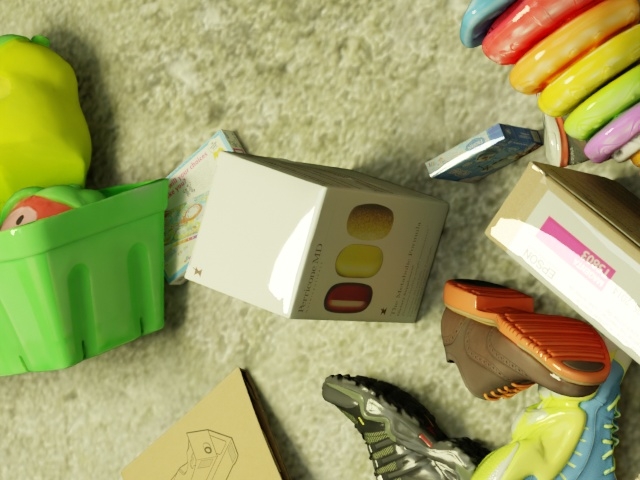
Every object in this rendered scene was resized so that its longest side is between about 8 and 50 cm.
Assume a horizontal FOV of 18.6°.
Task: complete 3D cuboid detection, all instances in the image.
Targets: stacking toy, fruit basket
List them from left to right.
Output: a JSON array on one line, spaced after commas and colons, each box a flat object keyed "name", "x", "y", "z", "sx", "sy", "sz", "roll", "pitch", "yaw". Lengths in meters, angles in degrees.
[{"name": "fruit basket", "x": -0.359, "y": -0.043, "z": 2.184, "sx": 0.392, "sy": 0.283, "sz": 0.392, "roll": 12, "pitch": 111, "yaw": 34}, {"name": "stacking toy", "x": 0.276, "y": -0.137, "z": 1.827, "sx": 0.175, "sy": 0.166, "sz": 0.302, "roll": -34, "pitch": 83, "yaw": 1}]

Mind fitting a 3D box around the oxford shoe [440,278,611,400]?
[{"name": "oxford shoe", "x": 0.195, "y": 0.115, "z": 1.878, "sx": 0.271, "sy": 0.097, "sz": 0.098, "roll": -144, "pitch": 62, "yaw": -67}]

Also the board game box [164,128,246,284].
[{"name": "board game box", "x": -0.133, "y": -0.036, "z": 2.174, "sx": 0.154, "sy": 0.026, "sz": 0.103, "roll": -39, "pitch": 68, "yaw": 24}]

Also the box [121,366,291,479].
[{"name": "box", "x": -0.127, "y": 0.261, "z": 2.132, "sx": 0.201, "sy": 0.021, "sz": 0.164, "roll": -43, "pitch": 50, "yaw": 23}]

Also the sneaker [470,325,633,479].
[{"name": "sneaker", "x": 0.256, "y": 0.191, "z": 1.899, "sx": 0.126, "sy": 0.091, "sz": 0.240, "roll": 39, "pitch": 94, "yaw": -9}]

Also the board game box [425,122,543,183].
[{"name": "board game box", "x": 0.164, "y": -0.086, "z": 1.952, "sx": 0.090, "sy": 0.090, "sz": 0.020, "roll": -28, "pitch": 74, "yaw": 28}]

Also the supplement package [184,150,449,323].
[{"name": "supplement package", "x": 0.000, "y": 0.000, "z": 1.960, "sx": 0.134, "sy": 0.244, "sz": 0.139, "roll": 20, "pitch": 98, "yaw": 31}]

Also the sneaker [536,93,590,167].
[{"name": "sneaker", "x": 0.248, "y": -0.146, "z": 1.935, "sx": 0.065, "sy": 0.061, "sz": 0.158, "roll": -6, "pitch": 76, "yaw": 0}]

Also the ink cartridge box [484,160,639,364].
[{"name": "ink cartridge box", "x": 0.293, "y": 0.033, "z": 1.805, "sx": 0.235, "sy": 0.193, "sz": 0.088, "roll": 43, "pitch": 109, "yaw": 27}]

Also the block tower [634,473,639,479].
[{"name": "block tower", "x": 0.309, "y": 0.300, "z": 1.840, "sx": 0.091, "sy": 0.097, "sz": 0.335, "roll": 41, "pitch": 107, "yaw": 26}]

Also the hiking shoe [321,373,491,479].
[{"name": "hiking shoe", "x": 0.076, "y": 0.223, "z": 1.993, "sx": 0.227, "sy": 0.086, "sz": 0.114, "roll": 34, "pitch": 102, "yaw": 28}]
